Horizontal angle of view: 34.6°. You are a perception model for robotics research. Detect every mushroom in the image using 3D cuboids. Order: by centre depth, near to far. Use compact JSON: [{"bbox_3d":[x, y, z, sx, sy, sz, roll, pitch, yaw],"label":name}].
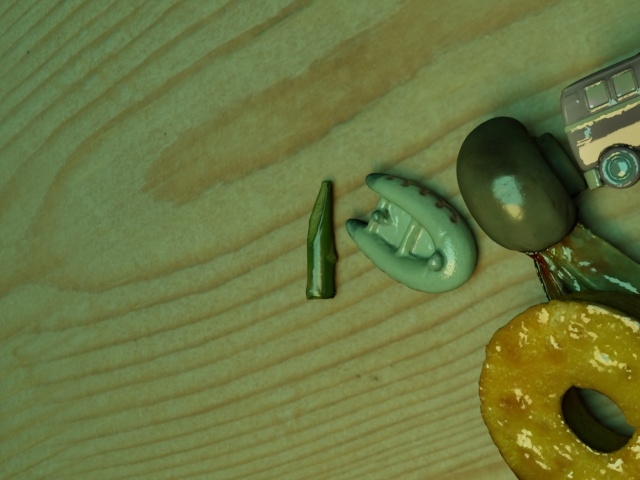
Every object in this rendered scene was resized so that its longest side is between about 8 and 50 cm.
[{"bbox_3d":[0.236,-0.079,1.262,0.141,0.117,0.188,-36,52,13],"label":"mushroom"}]

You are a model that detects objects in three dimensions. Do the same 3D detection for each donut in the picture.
[{"bbox_3d":[0.340,0.195,1.222,0.302,0.110,0.303,16,118,32],"label":"donut"}]

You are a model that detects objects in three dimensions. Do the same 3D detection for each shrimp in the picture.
[{"bbox_3d":[0.335,0.064,1.274,0.294,0.062,0.154,48,124,20],"label":"shrimp"}]

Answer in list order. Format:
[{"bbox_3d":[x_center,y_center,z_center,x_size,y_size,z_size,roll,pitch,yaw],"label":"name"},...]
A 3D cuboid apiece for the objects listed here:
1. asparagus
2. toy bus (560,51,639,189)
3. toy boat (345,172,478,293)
[{"bbox_3d":[0.000,0.000,1.514,0.045,0.041,0.179,1,94,27],"label":"asparagus"},{"bbox_3d":[0.390,-0.146,1.164,0.202,0.142,0.142,-22,82,35],"label":"toy bus"},{"bbox_3d":[0.120,-0.006,1.409,0.207,0.078,0.134,38,112,28],"label":"toy boat"}]
